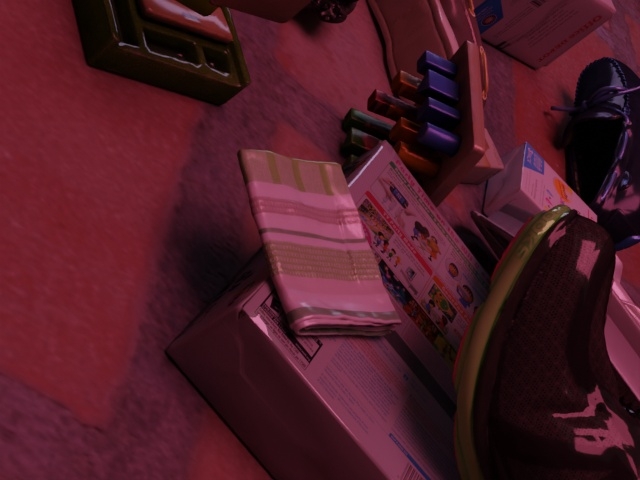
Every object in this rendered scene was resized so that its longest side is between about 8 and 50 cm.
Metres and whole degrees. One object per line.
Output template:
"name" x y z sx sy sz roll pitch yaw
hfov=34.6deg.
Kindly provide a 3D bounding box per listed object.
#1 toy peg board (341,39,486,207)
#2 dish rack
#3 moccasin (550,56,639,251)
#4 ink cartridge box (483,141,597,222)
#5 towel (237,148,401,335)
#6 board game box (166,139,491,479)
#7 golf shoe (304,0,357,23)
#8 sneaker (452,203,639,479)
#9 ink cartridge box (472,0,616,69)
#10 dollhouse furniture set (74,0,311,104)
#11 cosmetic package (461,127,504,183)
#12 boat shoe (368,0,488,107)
"toy peg board" 0.084 -0.106 1.022 0.079 0.161 0.161 21 46 -18
"dish rack" 0.276 0.078 1.026 0.285 0.072 0.333 54 4 -6
"moccasin" 0.407 -0.149 1.451 0.117 0.137 0.342 29 42 -26
"ink cartridge box" 0.284 -0.021 1.262 0.181 0.061 0.104 42 37 -19
"towel" 0.000 0.000 0.779 0.113 0.023 0.152 7 57 -46
"board game box" 0.041 0.078 0.866 0.224 0.097 0.303 51 36 -8
"golf shoe" -0.041 -0.317 1.122 0.198 0.077 0.094 45 14 -13
"sneaker" 0.215 0.213 0.762 0.185 0.202 0.483 2 84 -65
"ink cartridge box" 0.301 -0.346 1.470 0.203 0.148 0.086 16 49 -44
"dollhouse furniture set" -0.116 -0.308 0.898 0.151 0.197 0.302 7 58 -46
"cosmetic package" 0.160 -0.102 1.198 0.115 0.041 0.060 -2 65 -51
"boat shoe" 0.131 -0.290 1.257 0.096 0.116 0.324 18 53 -47
